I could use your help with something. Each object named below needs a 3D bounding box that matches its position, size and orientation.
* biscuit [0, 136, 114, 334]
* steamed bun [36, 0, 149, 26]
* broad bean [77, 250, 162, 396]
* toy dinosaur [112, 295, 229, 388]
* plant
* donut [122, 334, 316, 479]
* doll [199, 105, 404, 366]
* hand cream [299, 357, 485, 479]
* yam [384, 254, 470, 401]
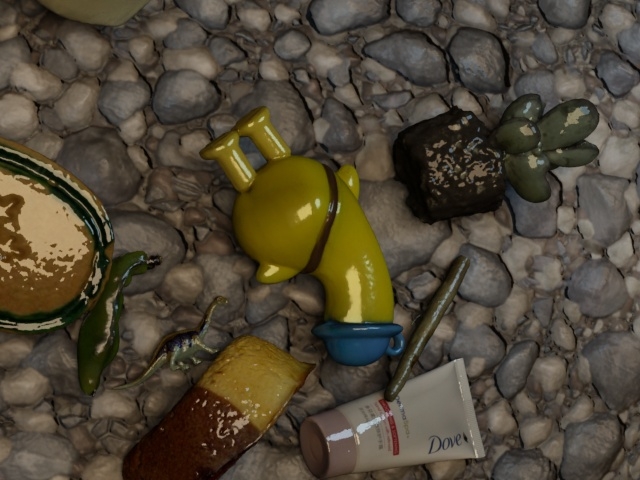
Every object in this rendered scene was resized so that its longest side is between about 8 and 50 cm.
[{"bbox_3d":[-0.424,0.012,1.790,0.343,0.057,0.287,23,89,-9],"label":"biscuit"},{"bbox_3d":[-0.296,-0.458,1.794,0.339,0.247,0.352,27,83,-12],"label":"steamed bun"},{"bbox_3d":[-0.262,0.093,1.862,0.061,0.046,0.195,28,77,-10],"label":"broad bean"},{"bbox_3d":[-0.175,0.142,1.890,0.180,0.037,0.058,-38,73,-23],"label":"toy dinosaur"},{"bbox_3d":[0.236,-0.113,1.974,0.274,0.146,0.149,-15,87,-18],"label":"plant"},{"bbox_3d":[-0.131,0.223,1.842,0.112,0.151,0.295,41,76,1],"label":"donut"},{"bbox_3d":[0.000,0.000,1.901,0.199,0.145,0.363,-41,104,-21],"label":"doll"},{"bbox_3d":[0.099,0.244,1.947,0.247,0.083,0.133,-13,88,-26],"label":"hand cream"},{"bbox_3d":[0.136,0.113,1.966,0.029,0.027,0.234,38,62,-12],"label":"yam"}]
